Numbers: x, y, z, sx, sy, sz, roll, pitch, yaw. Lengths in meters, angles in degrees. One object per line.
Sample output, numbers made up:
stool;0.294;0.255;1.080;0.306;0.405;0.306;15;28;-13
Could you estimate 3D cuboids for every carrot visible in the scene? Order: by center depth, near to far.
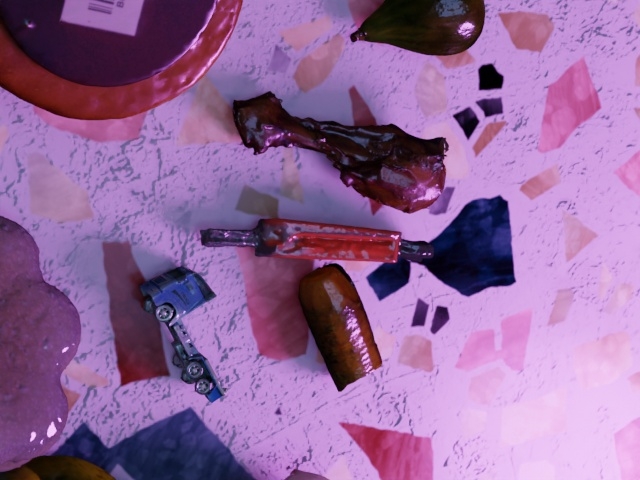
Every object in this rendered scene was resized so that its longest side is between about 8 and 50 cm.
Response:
carrot;0.028;0.117;1.333;0.082;0.082;0.173;-28;106;-17

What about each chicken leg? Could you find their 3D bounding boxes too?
chicken leg;0.026;-0.121;1.297;0.304;0.093;0.113;18;74;-17

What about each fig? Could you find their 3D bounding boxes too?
fig;0.123;-0.294;1.303;0.177;0.117;0.117;-7;102;0

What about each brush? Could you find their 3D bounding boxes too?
brush;0.000;-0.001;1.308;0.323;0.070;0.051;3;94;-23

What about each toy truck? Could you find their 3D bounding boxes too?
toy truck;-0.156;0.117;1.260;0.081;0.067;0.175;-31;109;-17

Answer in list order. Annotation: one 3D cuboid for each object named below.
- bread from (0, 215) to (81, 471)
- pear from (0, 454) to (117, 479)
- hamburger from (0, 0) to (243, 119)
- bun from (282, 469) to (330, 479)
bread;-0.377;0.081;1.109;0.183;0.102;0.337;-30;90;-43
pear;-0.329;0.400;1.144;0.342;0.238;0.318;-14;112;-21
hamburger;-0.252;-0.300;1.034;0.330;0.250;0.330;-16;126;-24
bun;-0.052;0.402;1.328;0.210;0.116;0.237;8;110;-27
